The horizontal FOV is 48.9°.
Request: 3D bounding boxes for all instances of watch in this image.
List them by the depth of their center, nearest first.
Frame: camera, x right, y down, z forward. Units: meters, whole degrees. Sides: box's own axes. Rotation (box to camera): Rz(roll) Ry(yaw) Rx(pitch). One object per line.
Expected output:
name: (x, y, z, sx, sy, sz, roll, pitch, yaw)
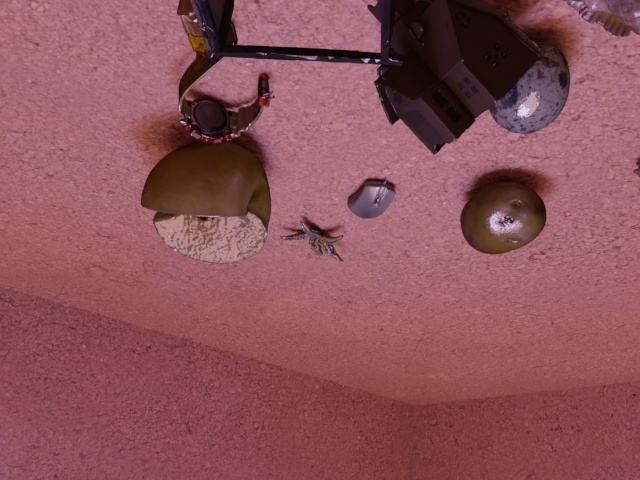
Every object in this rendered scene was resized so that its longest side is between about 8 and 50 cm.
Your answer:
watch: (-0.174, -0.289, 1.340, 0.164, 0.102, 0.268, 15, 147, -34)

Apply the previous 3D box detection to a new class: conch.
conch: (0.431, -0.339, 0.970, 0.245, 0.163, 0.178, 26, 156, 43)

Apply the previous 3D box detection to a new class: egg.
egg: (0.353, -0.258, 1.189, 0.132, 0.132, 0.172, 8, 147, -3)

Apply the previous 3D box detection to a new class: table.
table: (-0.020, -0.406, 0.847, 0.272, 0.223, 0.335, 5, 157, 7)

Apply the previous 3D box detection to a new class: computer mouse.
computer mouse: (0.126, -0.094, 1.726, 0.089, 0.056, 0.182, 9, 156, -16)

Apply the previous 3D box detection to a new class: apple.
apple: (-0.248, -0.103, 1.586, 0.257, 0.234, 0.295, 6, 155, 19)

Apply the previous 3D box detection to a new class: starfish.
starfish: (0.000, 0.000, 1.967, 0.175, 0.053, 0.208, -1, 156, 42)

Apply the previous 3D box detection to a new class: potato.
potato: (0.416, -0.044, 1.636, 0.174, 0.159, 0.251, 31, 165, 4)

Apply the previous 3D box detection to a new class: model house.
model house: (0.160, -0.281, 1.095, 0.243, 0.204, 0.211, 47, 151, -4)

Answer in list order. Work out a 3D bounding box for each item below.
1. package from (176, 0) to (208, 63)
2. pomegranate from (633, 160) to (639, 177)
package: (-0.200, -0.363, 1.182, 0.047, 0.071, 0.131, 1, 154, 5)
pomegranate: (0.693, -0.142, 1.411, 0.114, 0.115, 0.142, 17, -177, -21)
